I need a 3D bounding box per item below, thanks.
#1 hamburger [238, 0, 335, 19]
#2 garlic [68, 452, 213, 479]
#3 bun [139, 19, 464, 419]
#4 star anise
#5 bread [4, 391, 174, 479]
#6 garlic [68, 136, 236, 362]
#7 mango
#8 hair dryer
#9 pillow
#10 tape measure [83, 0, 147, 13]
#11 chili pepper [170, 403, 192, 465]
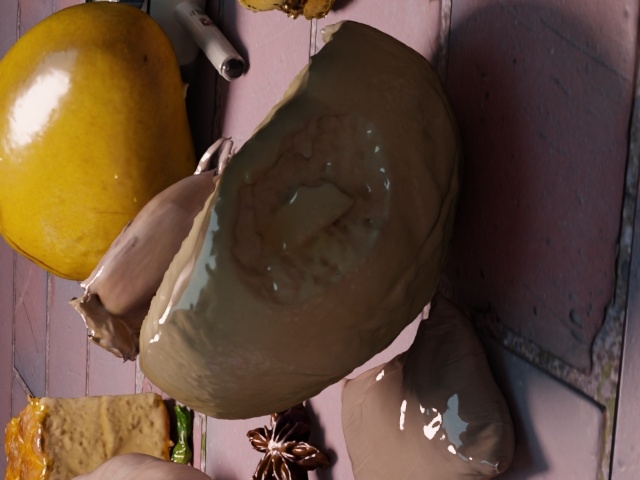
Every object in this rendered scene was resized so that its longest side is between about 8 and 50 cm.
[{"bbox_3d":[-0.033,-0.306,1.728,0.185,0.113,0.177,-127,39,-56],"label":"hamburger"},{"bbox_3d":[-0.222,0.413,2.107,0.322,0.241,0.322,4,98,29],"label":"garlic"},{"bbox_3d":[0.004,0.001,1.464,0.364,0.202,0.364,-58,2,3],"label":"bun"},{"bbox_3d":[-0.044,0.216,1.869,0.097,0.070,0.191,-51,35,19],"label":"star anise"},{"bbox_3d":[-0.324,0.368,2.420,0.279,0.207,0.279,140,126,-63],"label":"bread"},{"bbox_3d":[-0.181,0.018,1.992,0.210,0.292,0.237,32,157,32],"label":"garlic"},{"bbox_3d":[-0.290,-0.124,2.185,0.445,0.301,0.220,118,177,-50],"label":"mango"},{"bbox_3d":[-0.144,-0.251,2.121,0.236,0.073,0.131,48,138,47],"label":"hair dryer"},{"bbox_3d":[0.086,0.159,1.509,0.270,0.067,0.173,129,134,-58],"label":"pillow"},{"bbox_3d":[-0.331,-0.343,2.561,0.330,0.084,0.164,147,123,-64],"label":"tape measure"},{"bbox_3d":[-0.184,0.262,2.298,0.030,0.034,0.091,9,101,35],"label":"chili pepper"}]
